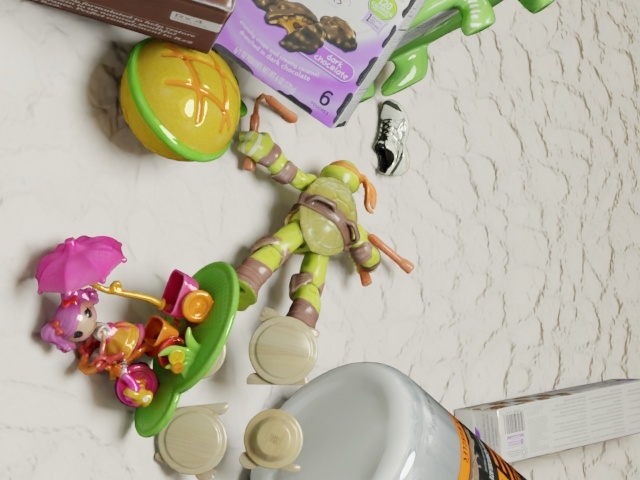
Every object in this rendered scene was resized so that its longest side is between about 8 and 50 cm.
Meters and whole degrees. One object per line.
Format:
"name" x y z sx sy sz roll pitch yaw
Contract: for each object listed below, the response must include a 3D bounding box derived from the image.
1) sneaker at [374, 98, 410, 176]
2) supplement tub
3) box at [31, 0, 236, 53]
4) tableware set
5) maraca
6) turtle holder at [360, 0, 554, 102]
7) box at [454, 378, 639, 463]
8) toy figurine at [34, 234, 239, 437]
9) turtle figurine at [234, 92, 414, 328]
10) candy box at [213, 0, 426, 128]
"sneaker" 0.075 -0.110 1.813 0.037 0.032 0.083 -9 91 -47
"supplement tub" 0.104 0.284 1.669 0.338 0.207 0.207 43 56 -36
"box" -0.128 -0.376 1.471 0.191 0.143 0.381 17 75 -9
"tableware set" -0.077 0.143 1.567 0.141 0.020 0.169 6 83 -3
"maraca" -0.121 -0.137 1.562 0.127 0.099 0.186 56 26 -11
"turtle holder" 0.100 -0.295 1.716 0.320 0.243 0.227 -27 88 -37
"box" 0.279 0.208 1.972 0.324 0.063 0.067 -5 90 -47
"toy figurine" -0.182 0.067 1.483 0.159 0.130 0.173 27 90 -28
"turtle figurine" 0.000 0.000 1.678 0.269 0.087 0.217 49 52 -31
"candy box" 0.003 -0.229 1.548 0.196 0.165 0.070 -57 173 13
